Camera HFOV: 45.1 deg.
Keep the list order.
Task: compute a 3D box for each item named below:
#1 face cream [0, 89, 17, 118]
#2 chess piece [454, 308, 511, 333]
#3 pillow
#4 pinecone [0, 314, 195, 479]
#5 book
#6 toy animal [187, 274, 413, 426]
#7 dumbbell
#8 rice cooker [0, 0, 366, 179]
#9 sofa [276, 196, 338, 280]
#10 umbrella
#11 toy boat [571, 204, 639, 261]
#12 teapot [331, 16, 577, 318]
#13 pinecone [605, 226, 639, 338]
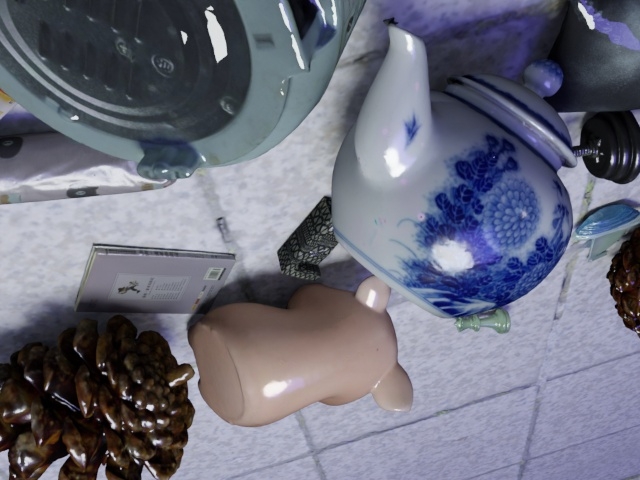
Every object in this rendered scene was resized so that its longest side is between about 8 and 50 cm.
[{"bbox_3d":[-0.307,-0.122,0.701,0.083,0.021,0.040,-34,141,21],"label":"face cream"},{"bbox_3d":[0.266,0.136,1.285,0.093,0.042,0.042,-1,141,-12],"label":"chess piece"},{"bbox_3d":[0.351,-0.204,0.811,0.250,0.106,0.186,-9,152,-6],"label":"pillow"},{"bbox_3d":[-0.298,0.219,0.979,0.309,0.244,0.244,-13,147,18],"label":"pinecone"},{"bbox_3d":[-0.211,0.055,0.983,0.182,0.014,0.127,4,139,-29],"label":"book"},{"bbox_3d":[-0.030,0.157,1.050,0.256,0.195,0.213,-16,-174,-20],"label":"toy animal"},{"bbox_3d":[0.397,-0.124,0.941,0.209,0.099,0.099,-11,144,-10],"label":"dumbbell"},{"bbox_3d":[-0.075,-0.209,0.469,0.317,0.316,0.264,-22,133,5],"label":"rice cooker"},{"bbox_3d":[0.000,0.000,0.982,0.060,0.039,0.118,12,135,-36],"label":"sofa"},{"bbox_3d":[-0.305,-0.067,0.733,0.337,0.067,0.073,-7,-175,-16],"label":"umbrella"},{"bbox_3d":[0.441,-0.008,1.170,0.105,0.034,0.149,-30,142,19],"label":"toy boat"},{"bbox_3d":[0.155,-0.069,0.799,0.280,0.252,0.424,-53,138,6],"label":"teapot"},{"bbox_3d":[0.543,0.063,1.179,0.221,0.221,0.221,-12,144,-9],"label":"pinecone"}]
